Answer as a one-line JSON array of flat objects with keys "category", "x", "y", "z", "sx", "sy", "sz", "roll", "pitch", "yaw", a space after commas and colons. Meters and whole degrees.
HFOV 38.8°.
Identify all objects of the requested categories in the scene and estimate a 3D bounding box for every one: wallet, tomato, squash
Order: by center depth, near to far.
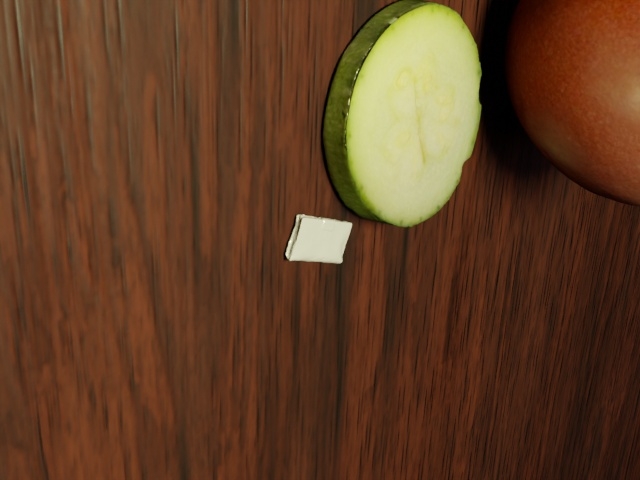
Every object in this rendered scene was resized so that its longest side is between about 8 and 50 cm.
[{"category": "wallet", "x": 0.000, "y": 0.000, "z": 0.844, "sx": 0.083, "sy": 0.011, "sz": 0.044, "roll": 7, "pitch": 102, "yaw": -54}, {"category": "squash", "x": 0.082, "y": -0.123, "z": 0.873, "sx": 0.219, "sy": 0.041, "sz": 0.219, "roll": -21, "pitch": 119, "yaw": -44}, {"category": "tomato", "x": 0.358, "y": -0.184, "z": 0.963, "sx": 0.321, "sy": 0.321, "sz": 0.321, "roll": -28, "pitch": 129, "yaw": -43}]
